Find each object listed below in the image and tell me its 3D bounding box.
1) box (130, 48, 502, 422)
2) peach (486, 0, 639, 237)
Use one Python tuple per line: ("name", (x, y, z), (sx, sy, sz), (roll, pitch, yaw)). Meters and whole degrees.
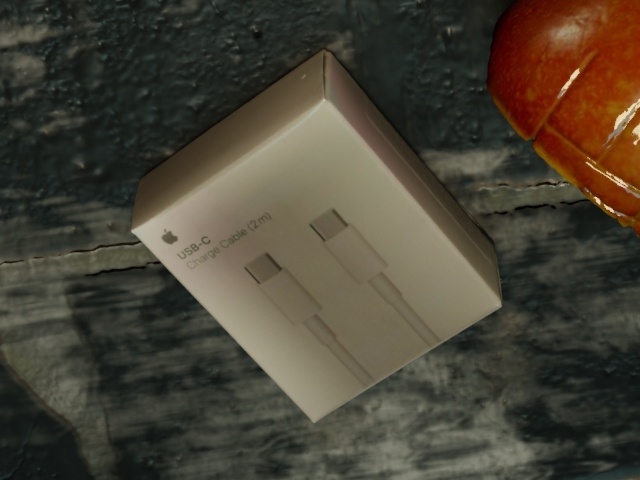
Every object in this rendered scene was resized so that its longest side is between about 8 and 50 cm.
("box", (0.000, 0.000, 1.553), (0.203, 0.106, 0.252), (-32, 115, 19))
("peach", (0.264, -0.114, 1.421), (0.274, 0.248, 0.245), (32, 81, -4))
